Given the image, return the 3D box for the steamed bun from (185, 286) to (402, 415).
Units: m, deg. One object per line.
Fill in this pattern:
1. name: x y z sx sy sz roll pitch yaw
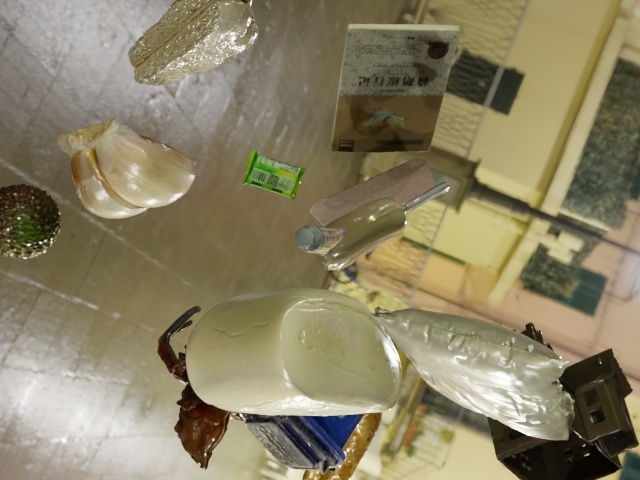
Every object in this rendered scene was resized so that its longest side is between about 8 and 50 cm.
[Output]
1. steamed bun: -0.023 0.136 1.053 0.250 0.200 0.155 16 68 -48

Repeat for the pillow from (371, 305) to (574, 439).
1. pillow: 0.138 0.111 0.714 0.229 0.148 0.050 56 48 -60

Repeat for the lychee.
1. lychee: -0.609 -0.036 1.703 0.171 0.171 0.171 22 90 -81

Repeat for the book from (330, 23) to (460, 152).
1. book: 0.141 -0.294 1.688 0.310 0.217 0.021 98 -12 -48

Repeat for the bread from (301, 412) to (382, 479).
1. bread: 0.042 0.385 1.576 0.211 0.083 0.114 -64 168 22

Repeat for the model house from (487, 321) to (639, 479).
1. model house: 0.368 0.230 1.326 0.204 0.211 0.243 -29 -137 24

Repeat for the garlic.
1. garlic: -0.444 -0.165 2.012 0.286 0.249 0.313 -29 152 12

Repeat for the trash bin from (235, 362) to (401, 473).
1. trash bin: -0.003 0.240 1.359 0.234 0.162 0.184 -48 -165 -30

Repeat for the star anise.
1. star anise: -0.218 0.254 1.606 0.148 0.346 0.237 -34 138 13

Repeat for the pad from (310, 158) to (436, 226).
1. pad: 0.118 -0.094 1.847 0.176 0.266 0.002 46 23 -62

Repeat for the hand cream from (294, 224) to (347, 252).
1. hand cream: 0.000 0.000 1.385 0.065 0.043 0.171 -45 165 10

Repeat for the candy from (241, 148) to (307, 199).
1. candy: -0.128 -0.179 2.335 0.102 0.178 0.032 -70 160 -3

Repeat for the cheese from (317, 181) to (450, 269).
1. cheese: 0.122 -0.037 1.632 0.286 0.082 0.163 -27 173 -8

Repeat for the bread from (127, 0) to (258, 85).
1. bread: -0.236 -0.406 1.712 0.183 0.102 0.337 -6 168 -44
